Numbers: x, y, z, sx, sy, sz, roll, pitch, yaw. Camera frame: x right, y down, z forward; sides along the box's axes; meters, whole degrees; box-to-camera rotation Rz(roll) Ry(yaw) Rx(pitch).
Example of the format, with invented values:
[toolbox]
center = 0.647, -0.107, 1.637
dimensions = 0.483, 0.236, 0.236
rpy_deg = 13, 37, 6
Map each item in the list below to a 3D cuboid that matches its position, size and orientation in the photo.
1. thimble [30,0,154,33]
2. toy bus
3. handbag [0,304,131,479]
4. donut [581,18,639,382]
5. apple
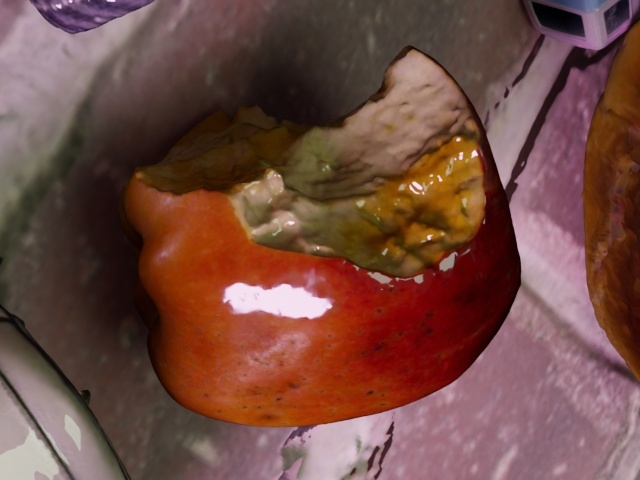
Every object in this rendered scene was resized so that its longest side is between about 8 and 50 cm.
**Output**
[thimble]
center = -0.072, -0.130, 0.538
dimensions = 0.104, 0.095, 0.066
rpy_deg = -27, 117, 10
[toy bus]
center = 0.158, -0.156, 0.752
dimensions = 0.123, 0.060, 0.075
rpy_deg = -39, 131, -23
[handbag]
center = -0.203, 0.169, 0.521
dimensions = 0.315, 0.109, 0.241
rpy_deg = -35, 139, -16
[donut]
center = 0.279, -0.012, 0.747
dimensions = 0.160, 0.330, 0.330
rpy_deg = -45, 130, -34
[apple]
center = -0.001, 0.007, 0.607
dimensions = 0.158, 0.156, 0.147
rpy_deg = -23, 124, -2
